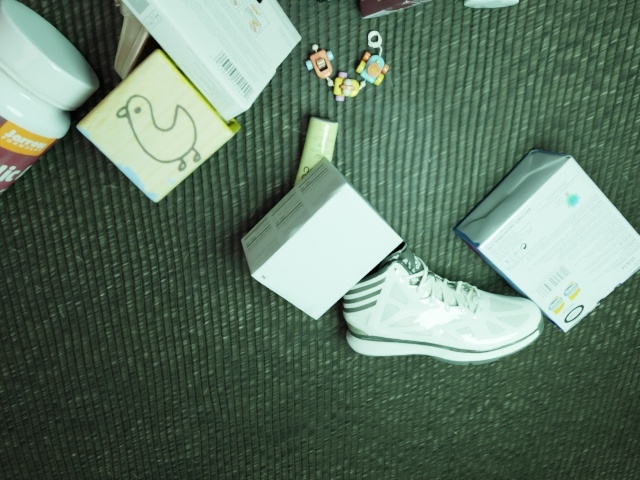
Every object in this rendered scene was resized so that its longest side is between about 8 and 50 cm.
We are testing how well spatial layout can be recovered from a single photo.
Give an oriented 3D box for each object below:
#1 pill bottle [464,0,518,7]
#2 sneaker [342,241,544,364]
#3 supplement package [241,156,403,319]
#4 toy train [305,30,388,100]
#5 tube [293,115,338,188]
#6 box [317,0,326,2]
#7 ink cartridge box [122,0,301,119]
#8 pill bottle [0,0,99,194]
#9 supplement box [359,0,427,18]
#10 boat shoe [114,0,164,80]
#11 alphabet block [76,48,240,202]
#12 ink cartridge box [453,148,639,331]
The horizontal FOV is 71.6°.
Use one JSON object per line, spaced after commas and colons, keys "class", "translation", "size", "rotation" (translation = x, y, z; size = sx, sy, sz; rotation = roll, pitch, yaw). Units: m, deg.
{"class": "pill bottle", "translation": [0.330, -0.573, 0.818], "size": [0.136, 0.136, 0.246], "rotation": [-1, 109, -5]}
{"class": "sneaker", "translation": [0.259, 0.126, 0.982], "size": [0.447, 0.169, 0.258], "rotation": [-5, 121, 12]}
{"class": "supplement package", "translation": [0.000, 0.000, 0.954], "size": [0.262, 0.145, 0.204], "rotation": [-43, 125, 10]}
{"class": "toy train", "translation": [0.060, -0.360, 0.914], "size": [0.166, 0.046, 0.125], "rotation": [-20, 110, 2]}
{"class": "tube", "translation": [-0.014, -0.146, 0.977], "size": [0.070, 0.062, 0.240], "rotation": [24, 115, 23]}
{"class": "box", "translation": [0.022, -0.522, 0.783], "size": [0.077, 0.180, 0.147], "rotation": [-15, 109, 0]}
{"class": "ink cartridge box", "translation": [-0.188, -0.408, 0.783], "size": [0.066, 0.261, 0.296], "rotation": [-13, 130, 40]}
{"class": "pill bottle", "translation": [-0.614, -0.222, 0.803], "size": [0.392, 0.224, 0.224], "rotation": [-38, 108, 8]}
{"class": "supplement box", "translation": [0.120, -0.548, 0.804], "size": [0.073, 0.130, 0.240], "rotation": [-22, 113, -28]}
{"class": "boat shoe", "translation": [-0.324, -0.443, 0.821], "size": [0.098, 0.109, 0.302], "rotation": [24, 99, -7]}
{"class": "alphabet block", "translation": [-0.293, -0.220, 0.852], "size": [0.197, 0.193, 0.192], "rotation": [-40, 110, 8]}
{"class": "ink cartridge box", "translation": [0.555, 0.022, 1.038], "size": [0.395, 0.151, 0.270], "rotation": [40, 102, -15]}
